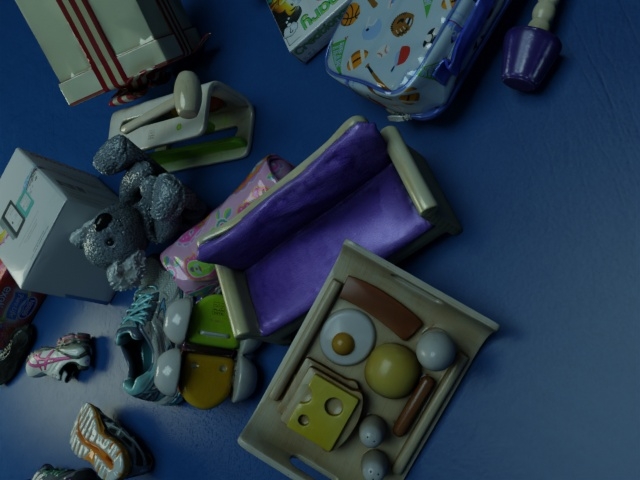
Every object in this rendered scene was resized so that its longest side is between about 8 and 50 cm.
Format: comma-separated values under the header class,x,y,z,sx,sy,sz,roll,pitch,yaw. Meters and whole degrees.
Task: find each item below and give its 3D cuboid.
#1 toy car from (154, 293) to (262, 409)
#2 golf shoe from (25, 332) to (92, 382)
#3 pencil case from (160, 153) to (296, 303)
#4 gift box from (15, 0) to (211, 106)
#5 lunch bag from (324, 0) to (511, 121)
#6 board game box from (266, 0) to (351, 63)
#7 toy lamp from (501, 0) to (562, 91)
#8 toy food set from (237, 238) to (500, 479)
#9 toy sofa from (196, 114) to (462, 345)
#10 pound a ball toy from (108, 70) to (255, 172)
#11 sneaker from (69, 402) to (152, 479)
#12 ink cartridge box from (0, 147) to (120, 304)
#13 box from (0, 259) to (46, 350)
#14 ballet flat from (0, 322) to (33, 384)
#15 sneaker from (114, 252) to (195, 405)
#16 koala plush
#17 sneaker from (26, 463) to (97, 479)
class,x,y,z,sx,sy,sz,roll,pitch,yaw
toy car,-0.184,0.180,1.051,0.136,0.159,0.182,153,126,-70
golf shoe,-0.546,0.257,1.329,0.186,0.067,0.086,-27,63,27
pencil case,-0.140,-0.016,1.080,0.284,0.124,0.124,-41,56,20
gift box,-0.379,-0.412,1.241,0.276,0.255,0.258,-15,112,20
lunch bag,0.151,-0.324,0.940,0.243,0.115,0.303,34,98,48
board game box,0.041,-0.480,1.127,0.305,0.053,0.193,-36,58,23
toy lamp,0.309,-0.337,0.866,0.080,0.080,0.275,15,84,39
toy food set,0.056,0.182,0.816,0.219,0.092,0.306,29,96,6
toy sofa,0.000,0.000,0.930,0.362,0.177,0.150,-35,57,22
pound a ball toy,-0.273,-0.232,1.186,0.319,0.208,0.136,-6,73,36
sneaker,-0.384,0.368,1.167,0.215,0.083,0.084,29,94,44
ink cartridge box,-0.531,-0.030,1.324,0.270,0.198,0.197,36,99,39
box,-0.717,0.110,1.467,0.128,0.122,0.257,39,100,37
ballet flat,-0.703,0.264,1.467,0.173,0.057,0.049,-52,12,11
sneaker,-0.298,0.146,1.142,0.110,0.122,0.283,-25,62,29
koala plush,-0.335,-0.032,1.155,0.196,0.203,0.221,37,85,19
sneaker,-0.514,0.462,1.234,0.223,0.083,0.098,-36,53,24
